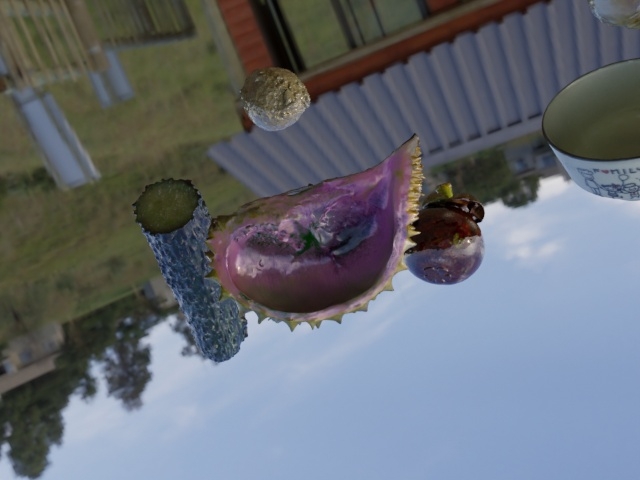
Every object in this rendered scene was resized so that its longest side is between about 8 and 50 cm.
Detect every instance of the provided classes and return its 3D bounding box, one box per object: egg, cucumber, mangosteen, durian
[{"bbox_3d":[-0.081,-0.253,1.717,0.118,0.116,0.140,-25,-149,10],"label":"egg"},{"bbox_3d":[-0.164,0.061,1.357,0.096,0.359,0.096,-6,-128,8],"label":"cucumber"},{"bbox_3d":[0.220,-0.007,1.686,0.155,0.146,0.181,-12,-150,31],"label":"mangosteen"},{"bbox_3d":[0.004,0.010,1.105,0.260,0.187,0.154,-7,162,16],"label":"durian"}]

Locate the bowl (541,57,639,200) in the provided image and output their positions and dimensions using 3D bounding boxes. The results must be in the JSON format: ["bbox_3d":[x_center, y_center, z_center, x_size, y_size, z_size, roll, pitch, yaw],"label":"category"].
[{"bbox_3d":[0.443,-0.143,1.370,0.237,0.126,0.238,-17,-142,14],"label":"bowl"}]

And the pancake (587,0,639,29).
[{"bbox_3d":[0.426,-0.367,1.013,0.386,0.082,0.387,-26,150,-16],"label":"pancake"}]
